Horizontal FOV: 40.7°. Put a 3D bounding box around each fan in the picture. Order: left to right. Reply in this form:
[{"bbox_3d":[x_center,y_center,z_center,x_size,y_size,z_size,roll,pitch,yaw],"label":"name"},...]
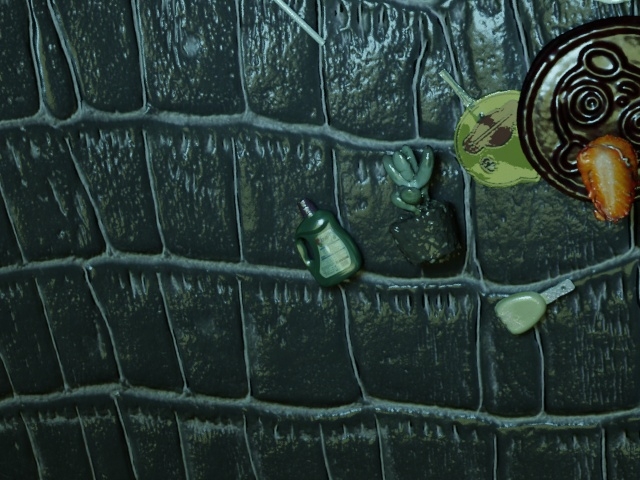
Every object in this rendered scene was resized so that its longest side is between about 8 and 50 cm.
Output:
[{"bbox_3d":[0.384,-0.259,1.942,0.229,0.011,0.335,-40,95,25],"label":"fan"}]

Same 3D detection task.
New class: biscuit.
[{"bbox_3d":[0.619,-0.266,1.819,0.407,0.091,0.408,5,111,13],"label":"biscuit"}]

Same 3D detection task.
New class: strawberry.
[{"bbox_3d":[0.602,-0.133,1.794,0.121,0.082,0.188,9,125,36],"label":"strawberry"}]

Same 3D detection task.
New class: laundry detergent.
[{"bbox_3d":[0.000,0.000,2.119,0.144,0.078,0.222,-30,98,28],"label":"laundry detergent"}]

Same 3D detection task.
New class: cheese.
[{"bbox_3d":[0.509,0.147,2.029,0.192,0.037,0.097,-33,97,25],"label":"cheese"}]

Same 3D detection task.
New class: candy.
[{"bbox_3d":[-0.129,-0.571,1.961,0.365,0.124,0.124,42,116,-9],"label":"candy"}]

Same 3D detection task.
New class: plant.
[{"bbox_3d":[0.220,-0.083,1.982,0.146,0.149,0.275,-13,101,21],"label":"plant"}]

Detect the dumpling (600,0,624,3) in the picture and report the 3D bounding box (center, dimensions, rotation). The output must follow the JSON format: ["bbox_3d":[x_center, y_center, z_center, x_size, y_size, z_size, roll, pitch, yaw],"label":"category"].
[{"bbox_3d":[0.592,-0.556,1.716,0.215,0.126,0.167,-5,123,16],"label":"dumpling"}]
